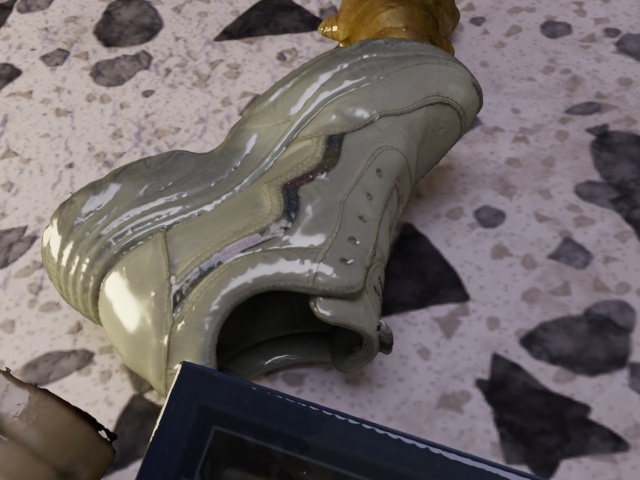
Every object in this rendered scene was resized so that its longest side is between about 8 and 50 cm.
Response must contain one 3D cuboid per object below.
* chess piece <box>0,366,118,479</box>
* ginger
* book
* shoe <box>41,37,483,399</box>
[{"bbox_3d":[-0.238,0.213,0.556,0.137,0.137,0.301,17,62,21],"label":"chess piece"},{"bbox_3d":[0.062,-0.176,0.899,0.115,0.081,0.205,26,38,-12],"label":"ginger"},{"bbox_3d":[0.010,0.190,0.542,0.269,0.025,0.191,16,77,21],"label":"book"},{"bbox_3d":[0.000,0.000,0.714,0.342,0.132,0.210,-30,54,-15],"label":"shoe"}]
